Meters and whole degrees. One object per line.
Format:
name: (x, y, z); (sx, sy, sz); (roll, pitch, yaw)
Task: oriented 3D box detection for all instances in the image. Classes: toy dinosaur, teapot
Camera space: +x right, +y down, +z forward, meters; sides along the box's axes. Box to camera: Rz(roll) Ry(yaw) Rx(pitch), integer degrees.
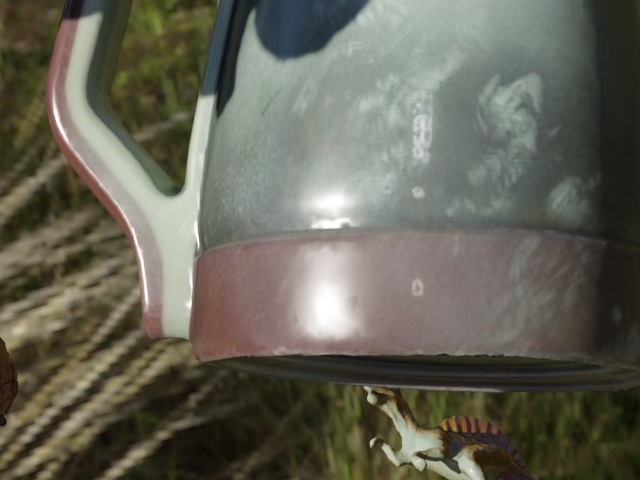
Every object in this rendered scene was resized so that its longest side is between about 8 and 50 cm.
toy dinosaur: (0.138, 0.193, 1.597); (0.212, 0.057, 0.142); (17, 31, -21)
teapot: (0.019, -0.085, 0.946); (0.314, 0.233, 0.312); (2, 80, 4)

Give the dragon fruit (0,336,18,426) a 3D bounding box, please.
dragon fruit: (-0.400, 0.169, 2.109); (0.161, 0.120, 0.127); (9, 50, -29)
